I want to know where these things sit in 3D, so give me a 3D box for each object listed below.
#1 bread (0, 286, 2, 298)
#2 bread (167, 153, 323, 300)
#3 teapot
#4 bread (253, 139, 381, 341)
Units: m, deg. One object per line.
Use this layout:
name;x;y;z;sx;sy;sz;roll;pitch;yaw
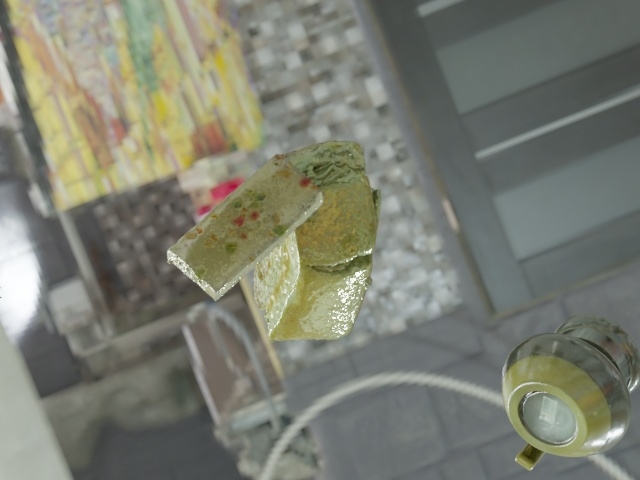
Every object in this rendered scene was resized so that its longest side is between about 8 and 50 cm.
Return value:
bread;-0.381;0.048;1.514;0.140;0.128;0.069;-67;-170;-22
bread;-0.069;-0.014;1.442;0.154;0.068;0.028;-42;163;-22
teapot;0.236;0.150;1.473;0.119;0.130;0.165;-40;159;-45
bread;0.000;0.000;1.758;0.124;0.186;0.257;1;146;-12
